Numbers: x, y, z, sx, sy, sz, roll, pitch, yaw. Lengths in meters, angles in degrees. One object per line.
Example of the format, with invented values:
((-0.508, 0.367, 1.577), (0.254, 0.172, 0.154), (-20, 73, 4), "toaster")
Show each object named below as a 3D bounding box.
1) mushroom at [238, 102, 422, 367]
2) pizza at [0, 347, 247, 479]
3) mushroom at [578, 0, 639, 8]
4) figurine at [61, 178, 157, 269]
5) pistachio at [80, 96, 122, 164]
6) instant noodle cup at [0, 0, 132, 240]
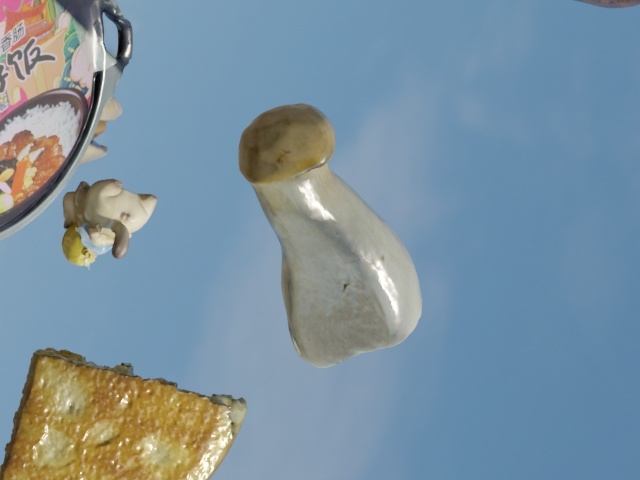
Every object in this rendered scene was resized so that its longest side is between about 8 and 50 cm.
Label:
((0.000, 0.000, 1.984), (0.159, 0.328, 0.122), (-34, -140, -7), "mushroom")
((-0.245, 0.274, 2.138), (0.087, 0.258, 0.268), (-138, -113, -82), "pizza")
((0.247, -0.247, 1.596), (0.127, 0.127, 0.087), (-158, -105, -66), "mushroom")
((-0.143, -0.009, 1.182), (0.083, 0.047, 0.050), (-14, -126, 57), "figurine")
((-0.296, -0.135, 1.835), (0.152, 0.223, 0.126), (23, -82, 48), "pistachio")
((-0.317, -0.140, 1.444), (0.182, 0.302, 0.258), (24, -66, 32), "instant noodle cup")
